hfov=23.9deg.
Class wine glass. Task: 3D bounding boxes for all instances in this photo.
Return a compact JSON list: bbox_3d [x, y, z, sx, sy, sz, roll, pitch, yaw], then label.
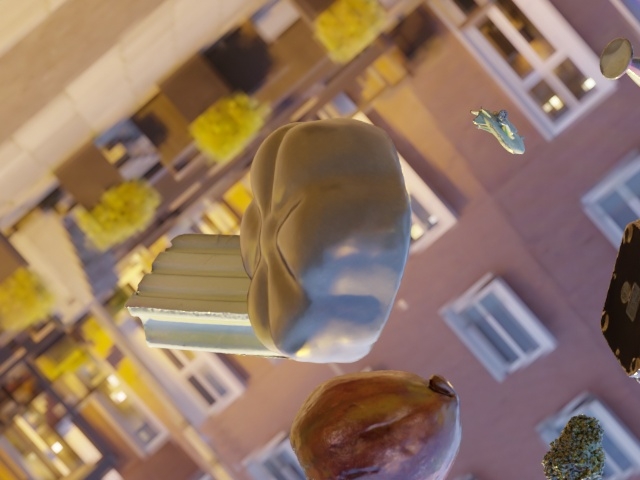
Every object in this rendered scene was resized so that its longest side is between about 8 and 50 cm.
[{"bbox_3d":[0.484,-0.242,2.219,0.073,0.155,0.073,-24,-120,49],"label":"wine glass"}]

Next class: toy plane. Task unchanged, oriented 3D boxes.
[{"bbox_3d":[0.223,-0.138,1.865,0.033,0.083,0.080,-55,-166,-10],"label":"toy plane"}]

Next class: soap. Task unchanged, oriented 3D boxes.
[{"bbox_3d":[-0.094,0.069,1.885,0.261,0.094,0.150,2,-136,32],"label":"soap"}]

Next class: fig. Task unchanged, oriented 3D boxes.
[{"bbox_3d":[0.079,0.288,2.173,0.263,0.224,0.224,-7,-156,37],"label":"fig"}]

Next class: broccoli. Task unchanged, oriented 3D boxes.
[{"bbox_3d":[0.318,0.271,1.875,0.095,0.097,0.092,-31,161,27],"label":"broccoli"}]

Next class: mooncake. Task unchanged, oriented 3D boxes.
[{"bbox_3d":[0.000,0.000,1.582,0.275,0.135,0.274,-175,-90,-74],"label":"mooncake"}]

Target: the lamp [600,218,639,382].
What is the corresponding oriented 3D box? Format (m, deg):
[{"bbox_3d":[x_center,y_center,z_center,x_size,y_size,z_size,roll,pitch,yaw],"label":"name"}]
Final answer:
[{"bbox_3d":[0.371,0.010,1.233,0.283,0.203,0.124,-2,-156,-25],"label":"lamp"}]
